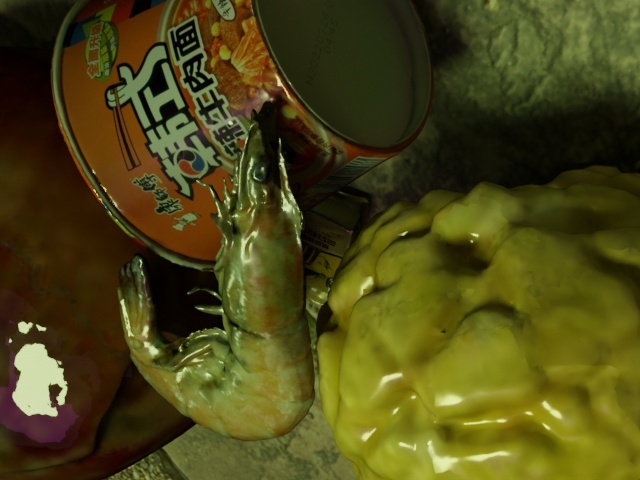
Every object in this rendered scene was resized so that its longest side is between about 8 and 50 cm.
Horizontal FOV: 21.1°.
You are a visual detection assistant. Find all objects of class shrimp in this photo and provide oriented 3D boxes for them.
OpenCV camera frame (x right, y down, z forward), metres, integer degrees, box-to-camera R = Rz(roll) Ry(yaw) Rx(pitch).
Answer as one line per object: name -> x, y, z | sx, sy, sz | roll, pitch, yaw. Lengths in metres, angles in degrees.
shrimp -> -0.081, 0.022, 1.254 | 0.169, 0.058, 0.296 | 14, 124, 20

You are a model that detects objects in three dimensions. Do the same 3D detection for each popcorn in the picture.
popcorn -> 0.189, 0.127, 1.306 | 0.344, 0.354, 0.390 | -7, 172, 41

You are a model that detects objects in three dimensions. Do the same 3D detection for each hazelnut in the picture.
hazelnut -> -0.251, 0.014, 1.508 | 0.429, 0.402, 0.402 | 9, 138, 36

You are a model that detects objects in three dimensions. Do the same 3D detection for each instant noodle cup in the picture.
instant noodle cup -> -0.047, -0.122, 1.302 | 0.192, 0.250, 0.250 | -24, 118, 39

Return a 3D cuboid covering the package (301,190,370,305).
package -> 0.000, 0.000, 1.556 | 0.071, 0.047, 0.131 | 21, 144, 10
